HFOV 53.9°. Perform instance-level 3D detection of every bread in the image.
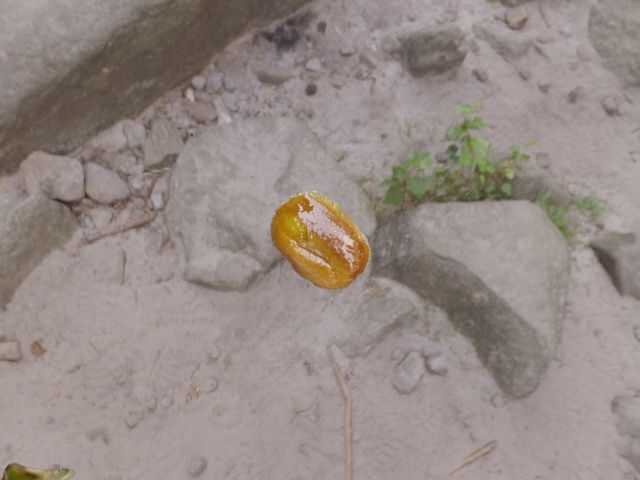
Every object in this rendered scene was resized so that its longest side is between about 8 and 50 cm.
[{"bbox_3d":[0.000,0.000,1.108,0.190,0.114,0.132,42,100,-4],"label":"bread"}]

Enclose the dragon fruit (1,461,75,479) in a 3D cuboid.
[{"bbox_3d":[-0.327,0.329,0.623,0.151,0.317,0.205,10,41,28],"label":"dragon fruit"}]
